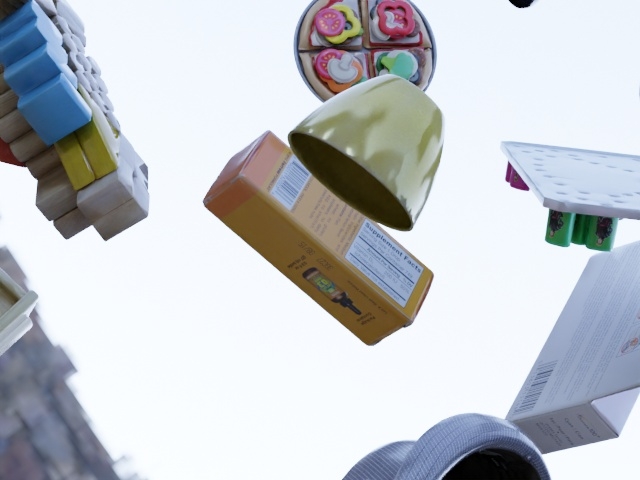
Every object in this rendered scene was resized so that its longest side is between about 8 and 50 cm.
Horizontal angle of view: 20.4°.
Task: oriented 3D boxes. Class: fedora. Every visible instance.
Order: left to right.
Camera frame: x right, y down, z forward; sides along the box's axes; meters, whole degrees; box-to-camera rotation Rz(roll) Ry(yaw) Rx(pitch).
[{"bbox_3d":[0.071,0.261,1.376,0.124,0.275,0.244,5,-21,42],"label":"fedora"}]

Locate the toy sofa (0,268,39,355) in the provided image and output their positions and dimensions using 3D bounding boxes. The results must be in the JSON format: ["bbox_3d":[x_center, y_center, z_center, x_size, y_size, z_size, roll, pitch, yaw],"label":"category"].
[{"bbox_3d":[-0.548,0.026,2.304,0.362,0.150,0.177,44,-28,1],"label":"toy sofa"}]

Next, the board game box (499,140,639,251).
[{"bbox_3d":[0.398,-0.033,1.866,0.390,0.390,0.050,-94,-169,-78],"label":"board game box"}]

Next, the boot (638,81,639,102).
[{"bbox_3d":[0.483,-0.167,1.622,0.138,0.377,0.284,60,12,-22],"label":"boot"}]

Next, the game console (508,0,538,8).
[{"bbox_3d":[0.123,-0.387,1.732,0.044,0.213,0.361,-17,-71,50],"label":"game console"}]

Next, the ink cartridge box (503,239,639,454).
[{"bbox_3d":[0.365,0.100,2.019,0.066,0.296,0.261,48,-40,-17],"label":"ink cartridge box"}]

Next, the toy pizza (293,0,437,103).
[{"bbox_3d":[0.063,-0.263,2.432,0.201,0.201,0.032,52,-17,6],"label":"toy pizza"}]

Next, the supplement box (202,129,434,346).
[{"bbox_3d":[0.000,0.000,1.777,0.233,0.080,0.078,43,-41,-13],"label":"supplement box"}]

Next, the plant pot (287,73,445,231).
[{"bbox_3d":[0.053,-0.086,1.528,0.134,0.095,0.134,35,-12,9],"label":"plant pot"}]

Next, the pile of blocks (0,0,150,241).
[{"bbox_3d":[-0.258,-0.148,1.445,0.362,0.113,0.149,65,13,23],"label":"pile of blocks"}]
